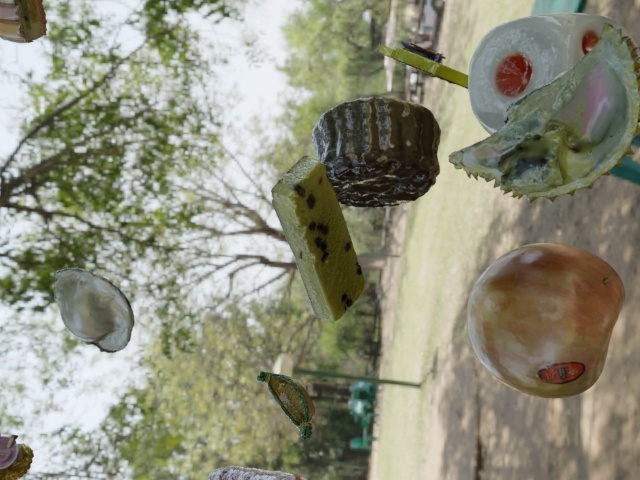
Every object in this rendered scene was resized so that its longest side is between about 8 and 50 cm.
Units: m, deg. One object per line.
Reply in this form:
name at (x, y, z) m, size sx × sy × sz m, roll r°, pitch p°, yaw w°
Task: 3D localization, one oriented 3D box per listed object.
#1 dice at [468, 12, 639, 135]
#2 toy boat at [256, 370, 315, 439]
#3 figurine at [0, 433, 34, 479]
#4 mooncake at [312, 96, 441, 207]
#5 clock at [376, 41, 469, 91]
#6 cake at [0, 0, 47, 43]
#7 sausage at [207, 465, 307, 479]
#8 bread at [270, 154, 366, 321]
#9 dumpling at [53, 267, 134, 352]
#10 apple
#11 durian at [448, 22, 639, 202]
dice at (0.560, -0.376, 1.873) m, size 0.304 × 0.304 × 0.277 m, roll -2°, pitch 87°, yaw 55°
toy boat at (-0.080, 0.432, 2.101) m, size 0.088 × 0.229 × 0.089 m, roll -8°, pitch -44°, yaw -49°
figurine at (-0.615, 0.442, 1.523) m, size 0.156 × 0.094 × 0.115 m, roll 126°, pitch 161°, yaw -63°
mooncake at (0.140, -0.207, 1.944) m, size 0.324 × 0.324 × 0.187 m, roll 85°, pitch -176°, yaw -69°
clock at (0.335, -0.524, 2.326) m, size 0.071 × 0.293 × 0.277 m, roll -67°, pitch -18°, yaw 15°
cake at (-0.607, -0.502, 1.525) m, size 0.109 × 0.090 × 0.225 m, roll -62°, pitch -26°, yaw -63°
sausage at (-0.114, 0.462, 1.450) m, size 0.433 × 0.088 × 0.088 m, roll -23°, pitch 58°, yaw 60°
bread at (0.000, 0.000, 1.751) m, size 0.138 × 0.077 × 0.361 m, roll -43°, pitch -53°, yaw -34°
dumpling at (-0.538, 0.157, 1.903) m, size 0.247 × 0.172 × 0.142 m, roll 56°, pitch -149°, yaw -15°
apple at (0.550, 0.195, 1.943) m, size 0.391 × 0.346 × 0.391 m, roll -40°, pitch -41°, yaw -46°
durian at (0.341, -0.160, 1.145) m, size 0.166 × 0.306 × 0.172 m, roll 23°, pitch -136°, yaw -49°
